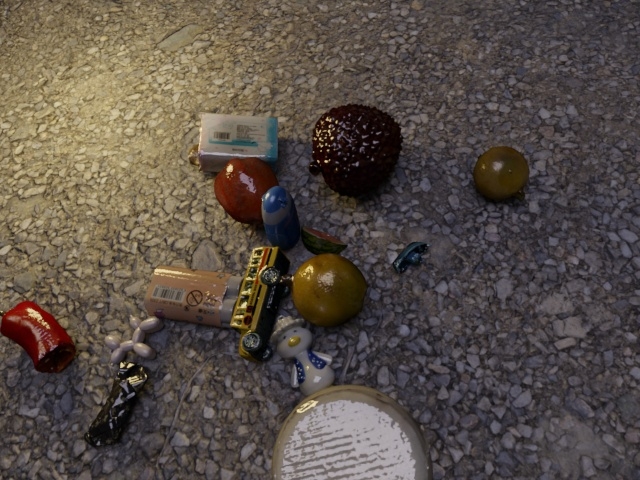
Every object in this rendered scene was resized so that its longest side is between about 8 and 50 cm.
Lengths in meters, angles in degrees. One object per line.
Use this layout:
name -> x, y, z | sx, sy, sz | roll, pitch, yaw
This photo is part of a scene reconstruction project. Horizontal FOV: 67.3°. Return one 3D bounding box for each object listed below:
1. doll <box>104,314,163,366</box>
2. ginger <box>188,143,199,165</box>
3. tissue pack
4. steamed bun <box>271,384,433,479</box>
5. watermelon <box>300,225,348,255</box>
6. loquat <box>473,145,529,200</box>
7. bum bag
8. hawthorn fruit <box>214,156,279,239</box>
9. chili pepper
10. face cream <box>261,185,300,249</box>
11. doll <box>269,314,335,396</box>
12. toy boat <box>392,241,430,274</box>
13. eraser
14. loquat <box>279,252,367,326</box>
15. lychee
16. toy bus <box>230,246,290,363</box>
doll -> -0.569, 0.304, 1.451 | 0.160, 0.059, 0.161 | 4, 64, 9
ginger -> -0.417, -0.327, 1.758 | 0.096, 0.067, 0.165 | 33, 57, 27
tissue pack -> -0.284, -0.334, 1.678 | 0.271, 0.124, 0.201 | 2, 59, -11
steamed bun -> 0.073, 0.537, 1.148 | 0.375, 0.241, 0.374 | -2, 67, 4
watermelon -> -0.006, 0.012, 1.544 | 0.163, 0.087, 0.069 | 24, 105, 20
loquat -> 0.576, -0.206, 1.525 | 0.172, 0.149, 0.204 | -33, 75, -15
bum bag -> -0.575, 0.466, 1.363 | 0.102, 0.069, 0.248 | 20, 75, 8
hawthorn fruit -> -0.228, -0.136, 1.568 | 0.211, 0.210, 0.262 | -16, 79, -1
chili pepper -> -0.893, 0.256, 1.471 | 0.338, 0.134, 0.131 | 33, 81, 20
face cream -> -0.122, -0.069, 1.472 | 0.083, 0.264, 0.149 | 15, 65, 13
doll -> -0.045, 0.328, 1.341 | 0.138, 0.119, 0.293 | -34, 63, 0
toy boat -> 0.282, 0.051, 1.476 | 0.137, 0.060, 0.061 | -40, 46, -20
eraser -> -0.382, 0.167, 1.482 | 0.291, 0.087, 0.171 | 6, 66, 13
loquat -> 0.005, 0.137, 1.381 | 0.246, 0.213, 0.213 | 14, 64, -4
lychee -> 0.109, -0.288, 1.541 | 0.330, 0.306, 0.306 | -23, 63, -9
toy bus -> -0.180, 0.187, 1.432 | 0.123, 0.121, 0.335 | 5, 63, 19
